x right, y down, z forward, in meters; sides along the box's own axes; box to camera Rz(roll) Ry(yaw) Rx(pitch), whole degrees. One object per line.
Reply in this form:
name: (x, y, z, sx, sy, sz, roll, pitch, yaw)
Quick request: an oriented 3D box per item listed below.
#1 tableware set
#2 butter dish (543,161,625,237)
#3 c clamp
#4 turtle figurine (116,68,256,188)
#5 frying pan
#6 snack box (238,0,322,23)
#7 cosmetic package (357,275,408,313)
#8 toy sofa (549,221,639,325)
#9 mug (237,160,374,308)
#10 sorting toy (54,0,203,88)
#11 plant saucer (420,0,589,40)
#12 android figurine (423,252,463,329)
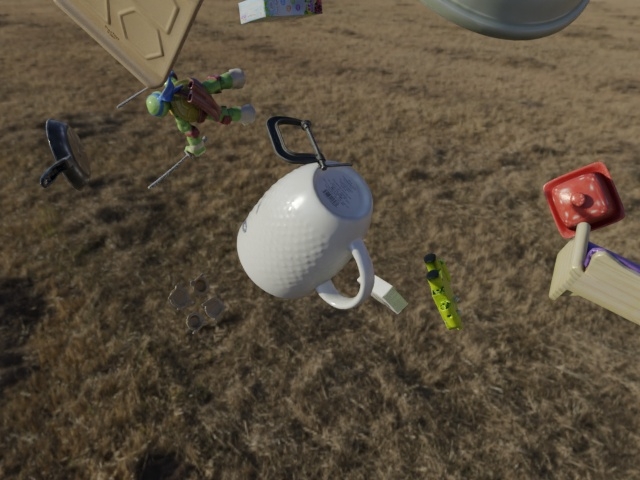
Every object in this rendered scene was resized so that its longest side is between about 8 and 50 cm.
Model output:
tableware set: (-0.368, 0.188, 1.628, 0.020, 0.169, 0.141, -16, 19, 49)
butter dish: (0.644, -0.099, 1.339, 0.160, 0.160, 0.118, -24, -10, 31)
c clamp: (-0.032, -0.186, 1.030, 0.137, 0.022, 0.161, -9, 52, -24)
turtle figurine: (-0.305, -0.304, 1.253, 0.266, 0.275, 0.198, -21, 66, -40)
frying pan: (-0.651, -0.224, 1.359, 0.053, 0.198, 0.326, -19, 5, -6)
snack box: (-0.126, -0.727, 1.693, 0.206, 0.070, 0.174, -15, 20, -29)
cosmetic package: (0.226, 0.189, 2.016, 0.060, 0.099, 0.239, -43, 20, -6)
toy sofa: (0.688, 0.102, 1.124, 0.362, 0.177, 0.150, 27, 51, 8)
mug: (0.000, 0.000, 1.351, 0.276, 0.328, 0.374, -24, 77, -39)
sorting toy: (-0.247, -0.323, 0.694, 0.208, 0.193, 0.038, -35, 16, 50)
plant saucer: (0.248, -0.478, 0.752, 0.399, 0.401, 0.100, -11, -11, -21)
android figurine: (0.407, 0.177, 1.763, 0.056, 0.273, 0.248, -21, 30, 18)
